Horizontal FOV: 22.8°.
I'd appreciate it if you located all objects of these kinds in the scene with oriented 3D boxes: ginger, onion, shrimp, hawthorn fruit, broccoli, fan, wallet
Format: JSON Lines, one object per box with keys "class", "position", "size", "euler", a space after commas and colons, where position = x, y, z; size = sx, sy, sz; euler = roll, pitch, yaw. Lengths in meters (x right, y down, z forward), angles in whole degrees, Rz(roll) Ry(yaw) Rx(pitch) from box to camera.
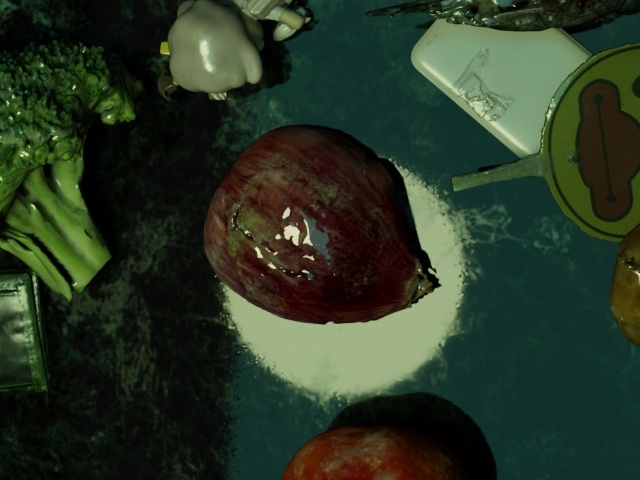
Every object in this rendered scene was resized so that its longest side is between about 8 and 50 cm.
{"class": "ginger", "position": [0.423, -0.014, 1.726], "size": [0.309, 0.133, 0.107], "euler": [-48, 49, 17]}
{"class": "onion", "position": [0.000, 0.000, 1.837], "size": [0.283, 0.120, 0.227], "euler": [27, 105, 10]}
{"class": "shrimp", "position": [0.228, -0.303, 1.743], "size": [0.372, 0.172, 0.137], "euler": [-2, 111, -8]}
{"class": "hawthorn fruit", "position": [0.057, 0.329, 1.774], "size": [0.241, 0.272, 0.242], "euler": [0, 97, 3]}
{"class": "broccoli", "position": [-0.377, -0.092, 1.879], "size": [0.249, 0.302, 0.375], "euler": [37, 74, 29]}
{"class": "fan", "position": [0.307, -0.097, 1.751], "size": [0.335, 0.011, 0.230], "euler": [-14, 110, -2]}
{"class": "wallet", "position": [-0.459, 0.120, 1.992], "size": [0.236, 0.055, 0.160], "euler": [-4, 101, 13]}

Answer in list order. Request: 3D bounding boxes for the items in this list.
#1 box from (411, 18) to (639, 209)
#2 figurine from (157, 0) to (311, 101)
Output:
{"class": "box", "position": [0.247, -0.169, 1.802], "size": [0.285, 0.044, 0.142], "euler": [42, 100, 7]}
{"class": "figurine", "position": [-0.103, -0.246, 1.849], "size": [0.229, 0.112, 0.137], "euler": [-45, 79, 3]}
